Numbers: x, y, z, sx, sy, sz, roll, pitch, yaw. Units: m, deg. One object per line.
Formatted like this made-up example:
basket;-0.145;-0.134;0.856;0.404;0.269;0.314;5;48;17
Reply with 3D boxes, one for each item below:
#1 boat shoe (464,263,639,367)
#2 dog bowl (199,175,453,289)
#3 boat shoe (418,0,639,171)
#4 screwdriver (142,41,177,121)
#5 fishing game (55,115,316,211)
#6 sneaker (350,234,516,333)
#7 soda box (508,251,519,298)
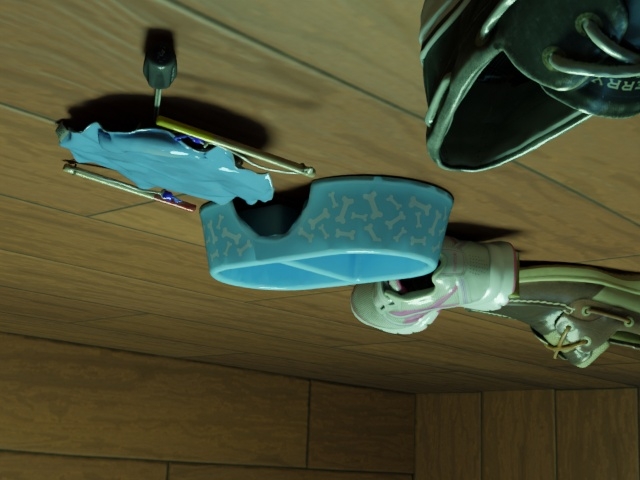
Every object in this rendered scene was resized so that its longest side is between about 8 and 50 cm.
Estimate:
boat shoe;0.347;0.106;1.358;0.342;0.123;0.123;6;166;-15
dog bowl;0.000;0.000;1.078;0.297;0.074;0.166;-9;162;38
boat shoe;0.140;-0.112;0.475;0.121;0.119;0.335;5;167;-13
screwdriver;-0.119;-0.114;0.754;0.024;0.025;0.170;4;175;-10
fishing game;-0.130;-0.072;0.878;0.189;0.041;0.264;17;168;-23
sneaker;0.108;0.043;1.215;0.111;0.103;0.252;16;155;-33
soda box;0.164;0.050;1.293;0.061;0.058;0.181;13;163;-36
